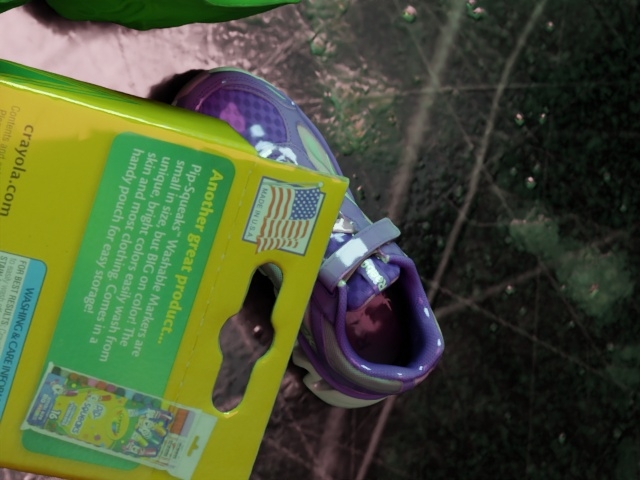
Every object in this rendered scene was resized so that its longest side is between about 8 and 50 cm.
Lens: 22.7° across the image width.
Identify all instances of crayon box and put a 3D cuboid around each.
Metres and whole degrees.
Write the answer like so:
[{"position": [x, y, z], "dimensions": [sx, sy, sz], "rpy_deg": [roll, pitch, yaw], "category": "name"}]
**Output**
[{"position": [-0.171, 0.011, 0.843], "dimensions": [0.323, 0.083, 0.203], "rpy_deg": [15, 101, -20], "category": "crayon box"}]

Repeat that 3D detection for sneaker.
[{"position": [0.000, 0.000, 0.936], "dimensions": [0.095, 0.104, 0.236], "rpy_deg": [-37, 106, -16], "category": "sneaker"}]

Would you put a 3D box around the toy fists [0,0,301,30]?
[{"position": [-0.140, -0.159, 0.833], "dimensions": [0.279, 0.142, 0.096], "rpy_deg": [-5, 91, -34], "category": "toy fists"}]
